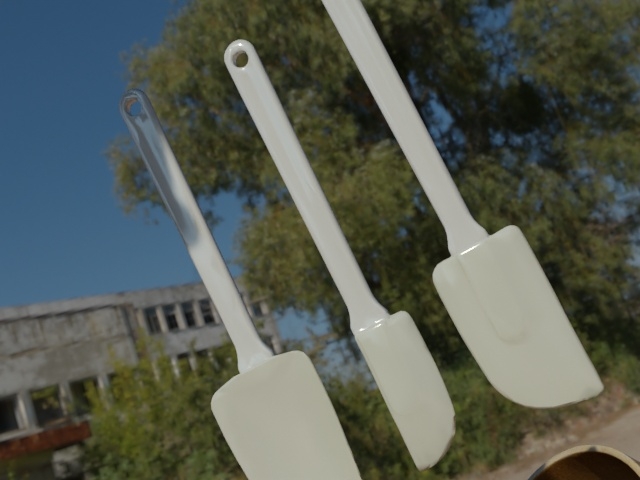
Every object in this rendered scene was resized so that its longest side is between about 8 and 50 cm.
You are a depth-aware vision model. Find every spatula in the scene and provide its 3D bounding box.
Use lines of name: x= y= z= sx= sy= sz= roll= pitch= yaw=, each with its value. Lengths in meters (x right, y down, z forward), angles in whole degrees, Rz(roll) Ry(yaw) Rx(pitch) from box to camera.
spatula: x=0.000 y=0.000 z=0.431 sx=0.168 sy=0.242 sz=0.019 roll=-30 pitch=-9 yaw=13

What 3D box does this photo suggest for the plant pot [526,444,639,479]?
plant pot: x=0.284 y=0.309 z=0.686 sx=0.254 sy=0.237 sz=0.237 roll=22 pitch=-26 yaw=-15
